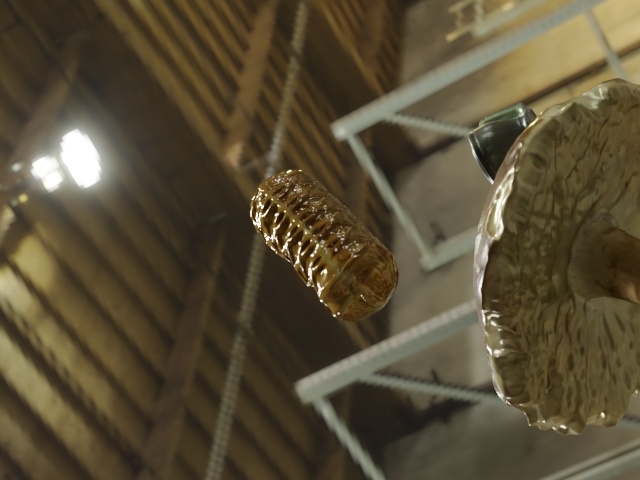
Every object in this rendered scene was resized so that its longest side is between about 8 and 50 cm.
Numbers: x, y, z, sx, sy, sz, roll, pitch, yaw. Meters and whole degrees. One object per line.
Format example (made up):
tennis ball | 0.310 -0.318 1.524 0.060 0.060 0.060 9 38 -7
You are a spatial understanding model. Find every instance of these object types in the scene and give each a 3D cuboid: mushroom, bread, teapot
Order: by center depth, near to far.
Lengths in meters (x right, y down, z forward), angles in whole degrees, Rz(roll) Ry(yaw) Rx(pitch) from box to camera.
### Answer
bread | 0.000 0.000 0.969 0.044 0.052 0.157 58 173 -35
mushroom | 0.235 0.051 0.985 0.301 0.233 0.208 41 156 21
teapot | 0.161 -0.082 1.307 0.066 0.057 0.088 46 -160 -35
